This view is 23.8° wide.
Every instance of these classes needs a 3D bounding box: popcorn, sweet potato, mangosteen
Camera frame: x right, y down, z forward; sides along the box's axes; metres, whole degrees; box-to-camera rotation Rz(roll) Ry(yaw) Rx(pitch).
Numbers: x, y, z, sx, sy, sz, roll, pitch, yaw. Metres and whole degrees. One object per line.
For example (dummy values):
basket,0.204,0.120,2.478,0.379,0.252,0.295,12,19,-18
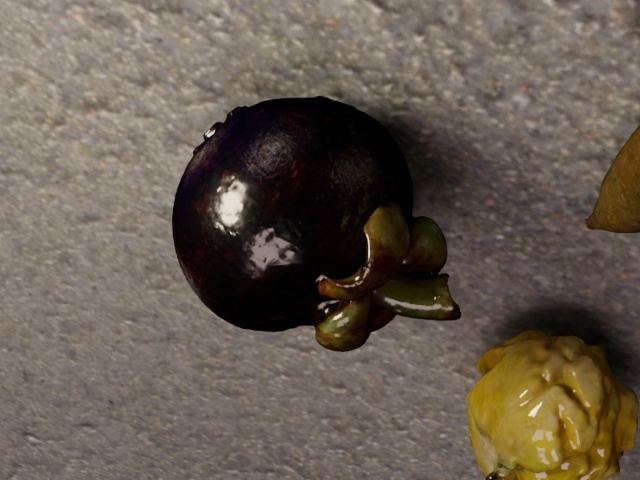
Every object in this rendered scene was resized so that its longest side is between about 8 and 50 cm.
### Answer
popcorn,0.187,0.147,1.246,0.148,0.152,0.167,67,158,3
sweet potato,0.258,-0.072,1.032,0.075,0.075,0.269,27,134,-5
mangosteen,0.000,0.000,1.124,0.230,0.194,0.194,43,139,10
